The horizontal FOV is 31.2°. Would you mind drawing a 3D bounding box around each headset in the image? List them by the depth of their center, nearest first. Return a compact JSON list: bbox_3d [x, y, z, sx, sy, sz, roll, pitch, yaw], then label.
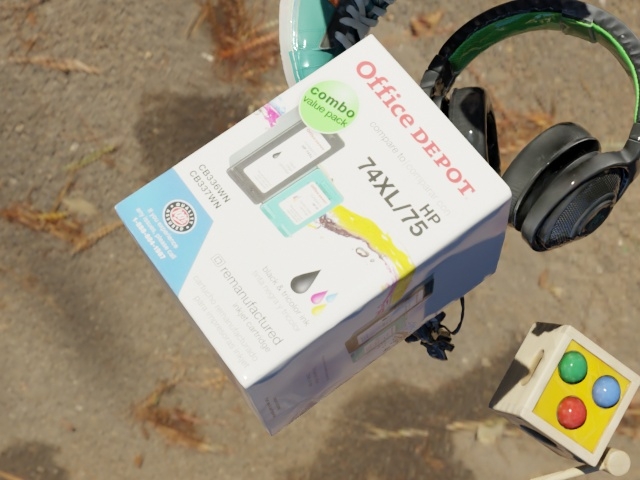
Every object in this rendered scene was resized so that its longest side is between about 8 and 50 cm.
[{"bbox_3d":[0.197,-0.064,1.206,0.243,0.394,0.185,24,168,24],"label":"headset"}]

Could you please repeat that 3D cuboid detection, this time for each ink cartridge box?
[{"bbox_3d":[0.000,0.000,1.016,0.198,0.270,0.197,51,170,19],"label":"ink cartridge box"}]

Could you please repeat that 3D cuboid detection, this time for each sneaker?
[{"bbox_3d":[0.037,-0.288,1.294,0.121,0.302,0.108,2,159,24],"label":"sneaker"}]

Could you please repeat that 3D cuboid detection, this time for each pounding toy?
[{"bbox_3d":[0.321,0.232,1.417,0.206,0.181,0.094,35,168,-17],"label":"pounding toy"}]
